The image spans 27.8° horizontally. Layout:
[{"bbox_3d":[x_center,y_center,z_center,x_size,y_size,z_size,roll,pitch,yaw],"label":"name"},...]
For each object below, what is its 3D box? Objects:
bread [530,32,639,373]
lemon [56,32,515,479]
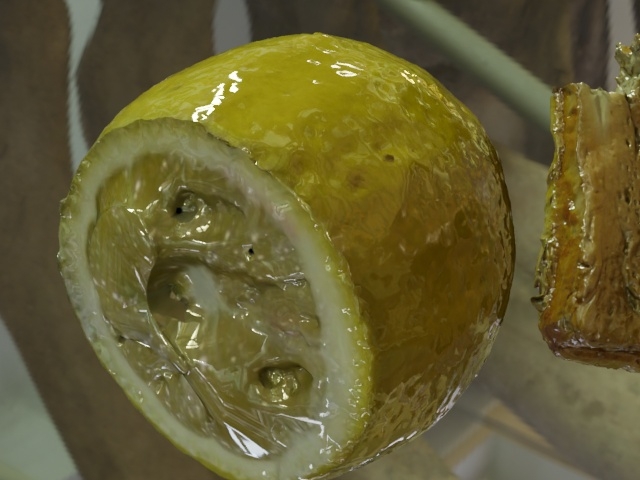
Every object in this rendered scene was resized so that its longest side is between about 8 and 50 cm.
[{"bbox_3d":[0.321,-0.050,1.387,0.109,0.185,0.380,130,150,-67],"label":"bread"},{"bbox_3d":[0.000,0.000,1.044,0.364,0.364,0.364,-42,-36,-41],"label":"lemon"}]
